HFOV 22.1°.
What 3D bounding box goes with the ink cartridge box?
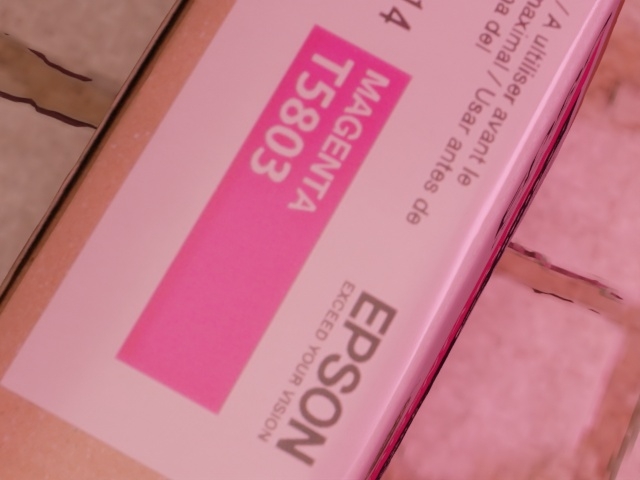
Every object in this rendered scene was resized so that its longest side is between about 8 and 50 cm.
[{"bbox_3d":[0.000,0.000,0.435,0.088,0.193,0.234,29,75,6],"label":"ink cartridge box"}]
